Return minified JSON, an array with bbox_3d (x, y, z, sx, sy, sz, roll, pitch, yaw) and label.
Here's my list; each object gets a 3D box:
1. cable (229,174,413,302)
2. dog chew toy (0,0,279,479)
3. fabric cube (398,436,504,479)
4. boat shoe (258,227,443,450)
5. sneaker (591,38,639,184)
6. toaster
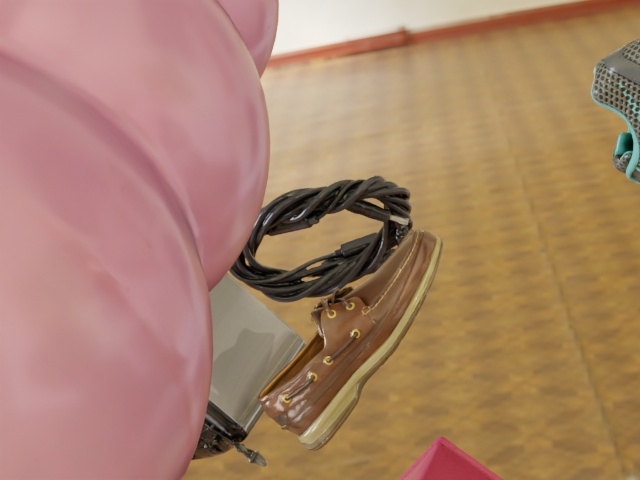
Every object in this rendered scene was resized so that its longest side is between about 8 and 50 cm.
[{"bbox_3d":[0.000,0.000,1.348,0.184,0.150,0.047,-12,58,-2],"label":"cable"},{"bbox_3d":[-0.113,-0.026,0.515,0.207,0.206,0.332,-2,45,27],"label":"dog chew toy"},{"bbox_3d":[0.122,0.420,1.490,0.259,0.254,0.258,-54,2,40],"label":"fabric cube"},{"bbox_3d":[0.022,0.063,1.002,0.178,0.060,0.064,-56,7,6],"label":"boat shoe"},{"bbox_3d":[0.191,-0.044,0.735,0.076,0.166,0.065,-15,34,25],"label":"sneaker"},{"bbox_3d":[-0.116,0.095,1.150,0.110,0.186,0.168,-53,9,-25],"label":"toaster"}]
